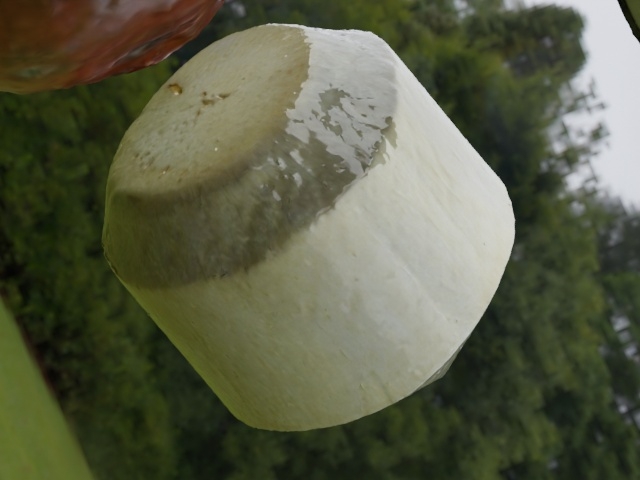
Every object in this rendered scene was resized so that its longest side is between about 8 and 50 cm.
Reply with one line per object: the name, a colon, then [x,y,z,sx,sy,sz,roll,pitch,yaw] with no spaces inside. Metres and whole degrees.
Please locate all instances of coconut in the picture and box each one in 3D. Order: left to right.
coconut: [0.000,0.000,0.828,0.222,0.202,0.202,51,0,-31]

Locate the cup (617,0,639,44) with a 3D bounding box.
cup: [0.258,-0.161,0.604,0.279,0.196,0.196,-31,-101,50]

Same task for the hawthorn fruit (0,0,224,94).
hawthorn fruit: [-0.125,-0.178,0.604,0.261,0.258,0.258,1,-65,50]
